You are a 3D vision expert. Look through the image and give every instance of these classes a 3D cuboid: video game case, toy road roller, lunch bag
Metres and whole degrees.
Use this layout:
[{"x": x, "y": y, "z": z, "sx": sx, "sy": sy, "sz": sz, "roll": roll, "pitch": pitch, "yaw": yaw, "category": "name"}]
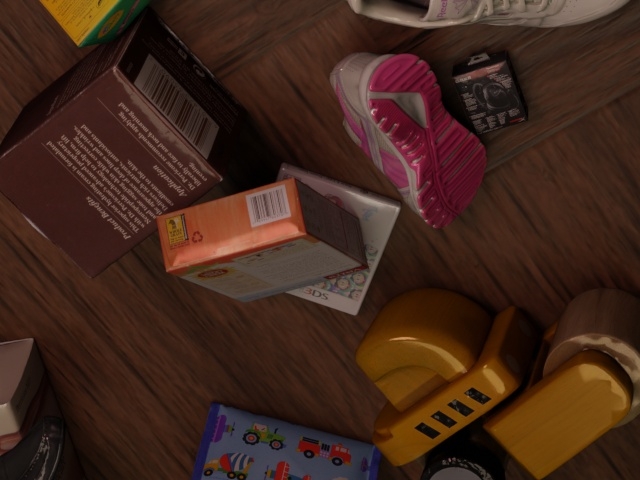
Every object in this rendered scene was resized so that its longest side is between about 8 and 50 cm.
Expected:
[{"x": 0.000, "y": 0.000, "z": 1.888, "sx": 0.143, "sy": 0.019, "sz": 0.157, "roll": 19, "pitch": 120, "yaw": -4, "category": "video game case"}, {"x": 0.191, "y": 0.141, "z": 1.847, "sx": 0.329, "sy": 0.202, "sz": 0.240, "roll": -38, "pitch": 98, "yaw": 25, "category": "toy road roller"}, {"x": -0.058, "y": 0.347, "z": 1.936, "sx": 0.221, "sy": 0.293, "sz": 0.138, "roll": 15, "pitch": 120, "yaw": -1, "category": "lunch bag"}]

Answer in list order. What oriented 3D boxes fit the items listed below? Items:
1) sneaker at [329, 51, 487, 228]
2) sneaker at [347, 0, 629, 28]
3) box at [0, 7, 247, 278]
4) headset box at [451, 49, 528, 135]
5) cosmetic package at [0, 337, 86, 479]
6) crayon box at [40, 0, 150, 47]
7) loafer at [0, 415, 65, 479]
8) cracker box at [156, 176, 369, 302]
[{"x": 0.092, "y": -0.118, "z": 1.770, "sx": 0.103, "sy": 0.111, "sz": 0.252, "roll": -42, "pitch": 132, "yaw": -13, "category": "sneaker"}, {"x": 0.167, "y": -0.248, "z": 1.648, "sx": 0.305, "sy": 0.152, "sz": 0.114, "roll": 1, "pitch": 117, "yaw": 5, "category": "sneaker"}, {"x": -0.216, "y": -0.105, "z": 1.768, "sx": 0.203, "sy": 0.167, "sz": 0.168, "roll": -34, "pitch": 111, "yaw": 23, "category": "box"}, {"x": 0.180, "y": -0.161, "z": 1.765, "sx": 0.062, "sy": 0.032, "sz": 0.083, "roll": -17, "pitch": 115, "yaw": 16, "category": "headset box"}, {"x": -0.378, "y": 0.286, "z": 2.026, "sx": 0.129, "sy": 0.153, "sz": 0.296, "roll": -10, "pitch": 119, "yaw": 10, "category": "cosmetic package"}, {"x": -0.192, "y": -0.346, "z": 1.645, "sx": 0.278, "sy": 0.081, "sz": 0.165, "roll": -43, "pitch": 84, "yaw": 25, "category": "crayon box"}, {"x": -0.362, "y": 0.282, "z": 1.892, "sx": 0.078, "sy": 0.076, "sz": 0.223, "roll": 24, "pitch": 120, "yaw": -22, "category": "loafer"}, {"x": -0.056, "y": 0.003, "z": 1.763, "sx": 0.156, "sy": 0.232, "sz": 0.067, "roll": -15, "pitch": 75, "yaw": 14, "category": "cracker box"}]
